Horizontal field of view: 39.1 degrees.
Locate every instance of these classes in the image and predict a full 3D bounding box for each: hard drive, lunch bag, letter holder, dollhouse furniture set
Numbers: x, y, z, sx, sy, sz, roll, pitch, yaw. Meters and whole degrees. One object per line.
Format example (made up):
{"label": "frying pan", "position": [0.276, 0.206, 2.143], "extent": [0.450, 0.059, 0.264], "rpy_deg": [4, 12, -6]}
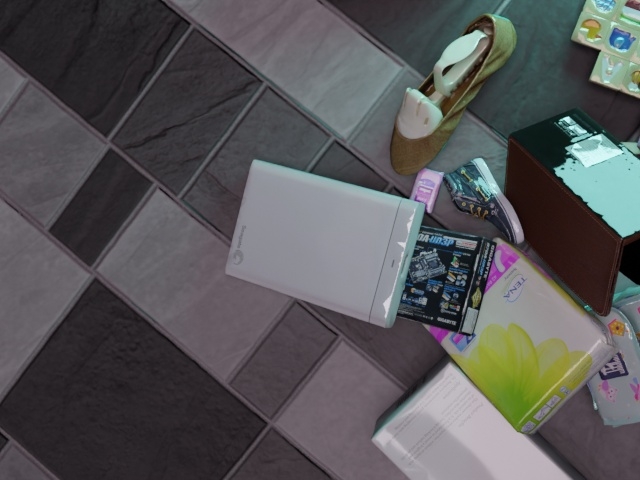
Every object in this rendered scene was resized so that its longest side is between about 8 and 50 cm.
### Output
{"label": "hard drive", "position": [0.000, 0.000, 1.684], "extent": [0.353, 0.047, 0.233], "rpy_deg": [17, 95, 27]}
{"label": "lunch bag", "position": [0.584, 0.190, 1.592], "extent": [0.262, 0.160, 0.223], "rpy_deg": [-22, 87, 16]}
{"label": "letter holder", "position": [0.465, -0.046, 1.558], "extent": [0.152, 0.214, 0.302], "rpy_deg": [-22, 48, -15]}
{"label": "dollhouse furniture set", "position": [0.583, -0.195, 1.651], "extent": [0.081, 0.091, 0.114], "rpy_deg": [7, 66, 48]}

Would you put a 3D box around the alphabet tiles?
{"label": "alphabet tiles", "position": [0.625, -0.413, 1.614], "extent": [0.285, 0.011, 0.342], "rpy_deg": [22, 89, 8]}

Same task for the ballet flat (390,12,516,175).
{"label": "ballet flat", "position": [0.224, -0.275, 1.642], "extent": [0.342, 0.124, 0.116], "rpy_deg": [-49, 60, 9]}

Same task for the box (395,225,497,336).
{"label": "box", "position": [0.195, 0.064, 1.639], "extent": [0.220, 0.051, 0.175], "rpy_deg": [12, 85, 41]}

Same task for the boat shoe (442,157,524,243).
{"label": "boat shoe", "position": [0.298, -0.059, 1.658], "extent": [0.083, 0.065, 0.183], "rpy_deg": [-26, 68, -3]}

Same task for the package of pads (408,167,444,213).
{"label": "package of pads", "position": [0.200, -0.096, 1.706], "extent": [0.050, 0.032, 0.083], "rpy_deg": [19, 95, 12]}

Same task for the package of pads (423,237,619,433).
{"label": "package of pads", "position": [0.349, 0.161, 1.597], "extent": [0.229, 0.101, 0.296], "rpy_deg": [-48, 54, 11]}

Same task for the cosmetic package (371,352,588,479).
{"label": "cosmetic package", "position": [0.304, 0.413, 1.650], "extent": [0.217, 0.156, 0.385], "rpy_deg": [-45, 86, 9]}
